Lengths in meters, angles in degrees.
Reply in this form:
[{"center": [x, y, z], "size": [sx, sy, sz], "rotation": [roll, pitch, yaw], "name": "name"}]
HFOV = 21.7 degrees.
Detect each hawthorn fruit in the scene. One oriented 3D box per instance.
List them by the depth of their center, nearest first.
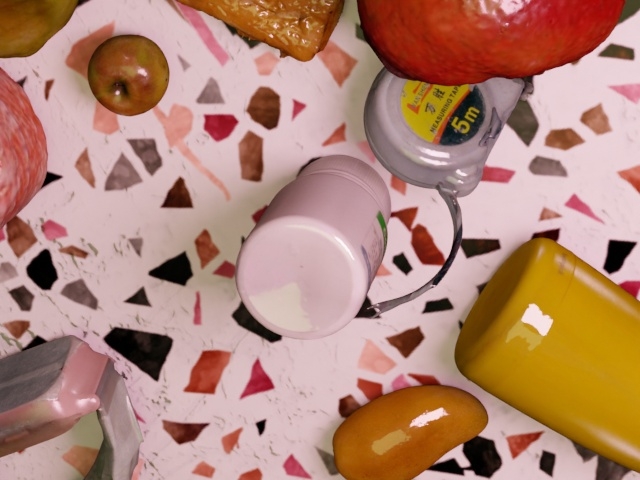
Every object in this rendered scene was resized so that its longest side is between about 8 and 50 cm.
[{"center": [0.159, -0.303, 1.606], "size": [0.265, 0.265, 0.307], "rotation": [-10, 102, 14], "name": "hawthorn fruit"}]

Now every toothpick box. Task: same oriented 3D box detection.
[{"center": [0.296, 0.135, 1.790], "size": [0.271, 0.175, 0.175], "rotation": [33, 113, -6], "name": "toothpick box"}]

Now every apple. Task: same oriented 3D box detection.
[{"center": [-0.208, -0.179, 1.817], "size": [0.090, 0.074, 0.089], "rotation": [4, 113, 10], "name": "apple"}]

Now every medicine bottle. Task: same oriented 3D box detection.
[{"center": [0.000, 0.000, 1.757], "size": [0.139, 0.237, 0.139], "rotation": [3, 111, 9], "name": "medicine bottle"}]

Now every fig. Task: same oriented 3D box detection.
[{"center": [-0.321, -0.268, 1.764], "size": [0.166, 0.154, 0.144], "rotation": [-4, 134, 49], "name": "fig"}]

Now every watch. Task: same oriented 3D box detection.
[{"center": [-0.324, 0.267, 1.972], "size": [0.253, 0.161, 0.241], "rotation": [-20, 113, 18], "name": "watch"}]

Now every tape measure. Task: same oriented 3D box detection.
[{"center": [0.086, -0.057, 1.707], "size": [0.164, 0.330, 0.084], "rotation": [27, 156, 7], "name": "tape measure"}]

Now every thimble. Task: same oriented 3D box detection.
[{"center": [-0.429, -0.096, 1.846], "size": [0.239, 0.162, 0.239], "rotation": [2, 109, 7], "name": "thimble"}]

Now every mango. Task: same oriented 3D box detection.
[{"center": [0.099, 0.220, 1.906], "size": [0.184, 0.085, 0.102], "rotation": [-23, 105, 12], "name": "mango"}]

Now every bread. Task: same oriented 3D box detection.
[{"center": [-0.103, -0.289, 1.755], "size": [0.271, 0.077, 0.139], "rotation": [25, 117, 2], "name": "bread"}]
